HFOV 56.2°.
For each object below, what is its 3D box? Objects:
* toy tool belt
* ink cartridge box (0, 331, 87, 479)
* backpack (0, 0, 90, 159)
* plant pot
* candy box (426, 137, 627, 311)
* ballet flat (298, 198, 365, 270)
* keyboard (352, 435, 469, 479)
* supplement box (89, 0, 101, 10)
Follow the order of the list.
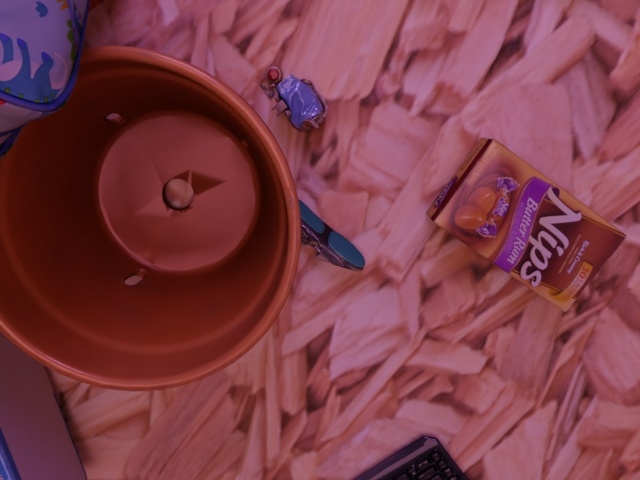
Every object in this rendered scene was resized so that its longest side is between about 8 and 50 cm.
[{"bbox_3d":[-0.029,-0.152,0.635,0.052,0.051,0.083,-40,100,9],"label":"toy tool belt"},{"bbox_3d":[-0.466,0.247,0.680,0.307,0.129,0.223,-19,95,5],"label":"ink cartridge box"},{"bbox_3d":[-0.274,-0.209,0.359,0.273,0.290,0.356,13,81,18],"label":"backpack"},{"bbox_3d":[-0.159,-0.030,0.587,0.290,0.203,0.291,0,103,1],"label":"plant pot"},{"bbox_3d":[0.226,-0.018,0.666,0.186,0.053,0.109,33,101,-9],"label":"candy box"},{"bbox_3d":[0.000,0.000,0.683,0.114,0.041,0.041,42,100,-9],"label":"ballet flat"},{"bbox_3d":[0.072,0.407,0.779,0.317,0.033,0.201,-37,101,9],"label":"keyboard"},{"bbox_3d":[-0.293,-0.342,0.578,0.080,0.078,0.233,-40,101,9],"label":"supplement box"}]
